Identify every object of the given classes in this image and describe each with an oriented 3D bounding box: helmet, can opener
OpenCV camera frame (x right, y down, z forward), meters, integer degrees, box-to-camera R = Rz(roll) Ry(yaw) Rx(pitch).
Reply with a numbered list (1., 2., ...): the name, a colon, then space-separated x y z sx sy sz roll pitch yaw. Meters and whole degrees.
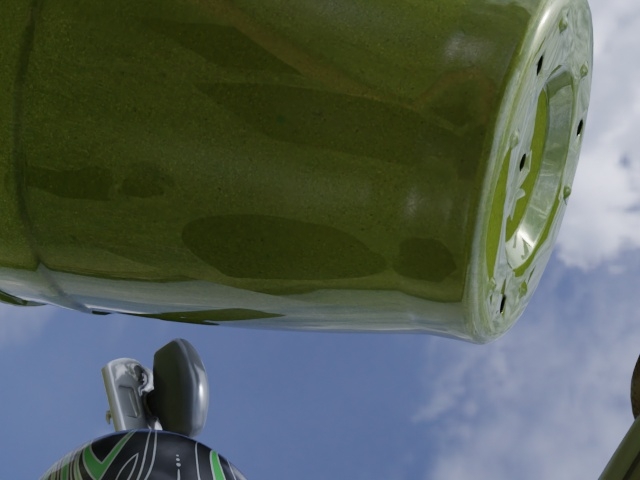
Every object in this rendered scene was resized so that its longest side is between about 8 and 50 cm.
1. helmet: -0.097 0.188 0.758 0.169 0.161 0.169 -6 -110 16
2. can opener: -0.132 0.217 1.192 0.093 0.074 0.280 -32 -122 30

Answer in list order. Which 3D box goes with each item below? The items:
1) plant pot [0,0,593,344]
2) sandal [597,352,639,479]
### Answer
1. plant pot: -0.017 -0.087 0.916 0.353 0.366 0.366 15 -78 21
2. sandal: 0.196 0.055 0.644 0.302 0.120 0.086 -57 -142 33
